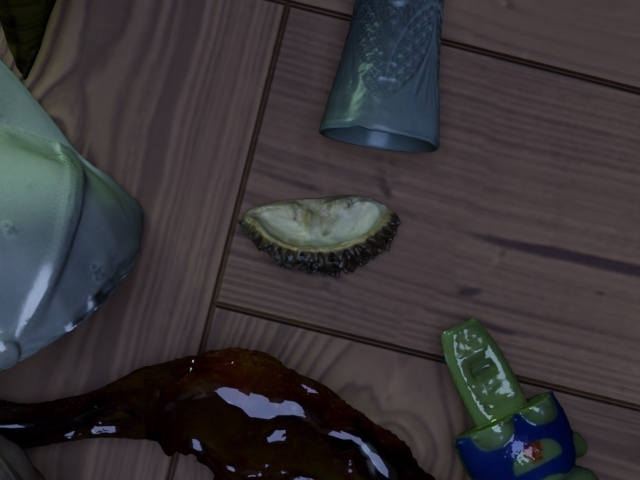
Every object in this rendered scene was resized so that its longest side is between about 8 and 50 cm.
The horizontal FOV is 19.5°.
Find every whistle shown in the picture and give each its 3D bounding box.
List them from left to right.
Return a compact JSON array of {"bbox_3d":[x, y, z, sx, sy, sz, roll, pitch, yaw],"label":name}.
[{"bbox_3d":[0.159,0.167,1.456,0.105,0.085,0.227,-25,88,-12],"label":"whistle"}]

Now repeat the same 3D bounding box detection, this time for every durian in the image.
[{"bbox_3d":[0.000,-0.004,1.475,0.130,0.052,0.066,-2,85,-2],"label":"durian"}]

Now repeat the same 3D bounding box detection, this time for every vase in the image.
[{"bbox_3d":[0.062,-0.185,1.468,0.096,0.096,0.219,9,84,-2],"label":"vase"}]

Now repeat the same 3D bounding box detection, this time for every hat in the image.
[{"bbox_3d":[-0.296,-0.039,1.407,0.258,0.168,0.301,-32,89,-4],"label":"hat"}]

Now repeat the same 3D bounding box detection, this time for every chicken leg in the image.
[{"bbox_3d":[-0.079,0.157,1.450,0.407,0.096,0.158,14,106,1],"label":"chicken leg"}]

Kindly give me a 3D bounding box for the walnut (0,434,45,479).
[{"bbox_3d":[-0.313,0.239,1.353,0.248,0.248,0.248,0,87,-2],"label":"walnut"}]

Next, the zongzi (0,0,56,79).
[{"bbox_3d":[-0.117,-0.379,1.441,0.403,0.208,0.432,-17,106,-13],"label":"zongzi"}]
